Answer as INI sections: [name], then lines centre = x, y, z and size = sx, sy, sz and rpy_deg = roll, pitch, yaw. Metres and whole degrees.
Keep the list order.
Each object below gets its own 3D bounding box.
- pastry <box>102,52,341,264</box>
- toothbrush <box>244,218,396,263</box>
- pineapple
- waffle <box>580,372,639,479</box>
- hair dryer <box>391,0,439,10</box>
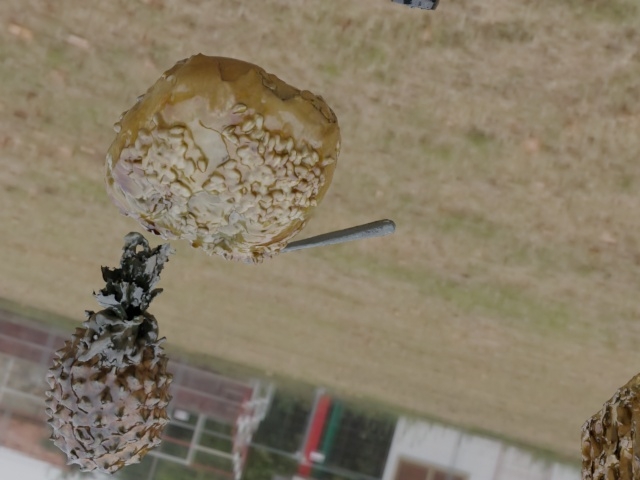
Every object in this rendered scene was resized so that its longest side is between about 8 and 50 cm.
[pastry]
centre = -0.113, -0.073, 1.224
size = 0.255, 0.161, 0.311
rpy_deg = 9, 160, -11
[toothbrush]
centre = 0.000, 0.000, 2.009
size = 0.297, 0.030, 0.030
rpy_deg = -12, 179, -16
[pineapple]
centre = -0.254, 0.140, 1.374
size = 0.175, 0.175, 0.361
rpy_deg = 16, 128, 0
[waffle]
centre = 0.312, 0.301, 1.050
size = 0.091, 0.307, 0.213
rpy_deg = 6, 156, -1
[hair dryer]
centre = 0.168, -0.380, 1.538
size = 0.070, 0.128, 0.255
rpy_deg = 16, -168, 19
